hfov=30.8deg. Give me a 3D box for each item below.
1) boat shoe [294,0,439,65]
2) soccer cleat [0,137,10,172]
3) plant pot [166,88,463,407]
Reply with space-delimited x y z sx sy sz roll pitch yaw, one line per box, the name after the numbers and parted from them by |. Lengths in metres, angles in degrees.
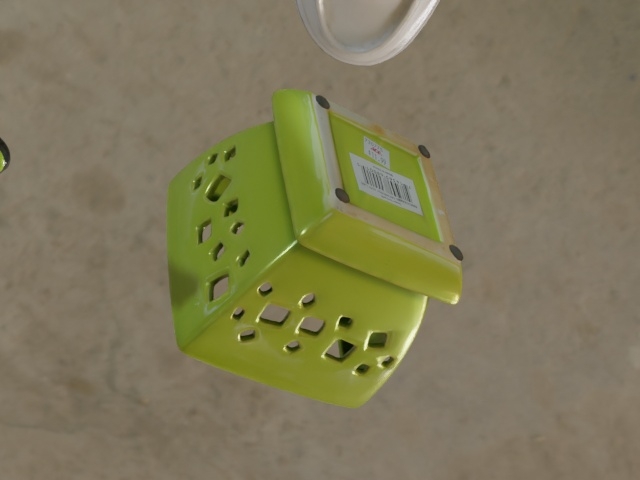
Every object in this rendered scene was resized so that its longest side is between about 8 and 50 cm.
0.035 -0.177 0.542 0.096 0.267 0.088 16 47 -4 | boat shoe
-0.316 -0.090 0.993 0.072 0.179 0.060 -47 129 -35 | soccer cleat
0.000 0.000 1.142 0.228 0.207 0.227 23 39 -33 | plant pot
